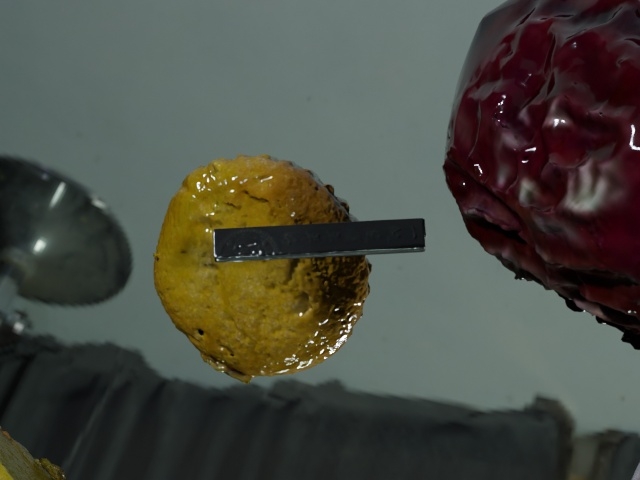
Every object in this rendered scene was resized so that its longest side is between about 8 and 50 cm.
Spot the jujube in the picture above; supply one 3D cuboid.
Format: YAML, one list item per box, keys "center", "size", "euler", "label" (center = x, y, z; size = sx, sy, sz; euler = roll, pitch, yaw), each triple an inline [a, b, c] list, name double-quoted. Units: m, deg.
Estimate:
- center: [0.224, -0.066, 0.922]
  size: [0.258, 0.377, 0.258]
  euler: [-7, 113, -18]
  label: "jujube"

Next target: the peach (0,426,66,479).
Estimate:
- center: [-0.194, 0.182, 0.793]
  size: [0.118, 0.151, 0.151]
  euler: [-5, 135, 9]
  label: "peach"

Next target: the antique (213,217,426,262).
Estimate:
- center: [0.000, 0.000, 1.183]
  size: [0.192, 0.031, 0.015]
  euler: [-3, 152, -3]
  label: "antique"

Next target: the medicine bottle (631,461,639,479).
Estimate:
- center: [0.220, 0.133, 0.403]
  size: [0.247, 0.147, 0.147]
  euler: [28, 151, 41]
  label: "medicine bottle"

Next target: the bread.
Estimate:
- center: [-0.054, 0.019, 1.343]
  size: [0.240, 0.139, 0.240]
  euler: [8, 115, 18]
  label: "bread"
